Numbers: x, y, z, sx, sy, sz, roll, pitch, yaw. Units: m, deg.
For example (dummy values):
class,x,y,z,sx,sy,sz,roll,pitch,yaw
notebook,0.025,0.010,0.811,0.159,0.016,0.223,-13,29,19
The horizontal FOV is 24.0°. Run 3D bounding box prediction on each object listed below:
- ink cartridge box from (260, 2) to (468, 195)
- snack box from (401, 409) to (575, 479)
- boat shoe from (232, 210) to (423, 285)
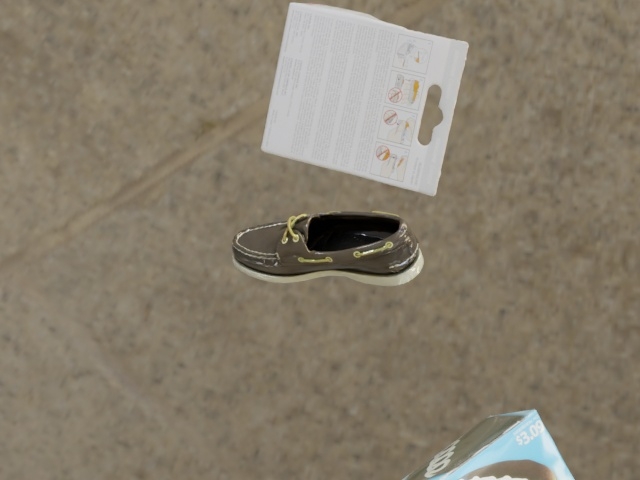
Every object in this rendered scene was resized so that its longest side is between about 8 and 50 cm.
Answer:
class,x,y,z,sx,sy,sz,roll,pitch,yaw
ink cartridge box,0.043,-0.132,1.381,0.179,0.045,0.145,16,102,19
snack box,0.048,0.263,0.910,0.187,0.322,0.060,61,152,-4
boat shoe,0.000,0.000,1.670,0.228,0.081,0.068,2,135,23
